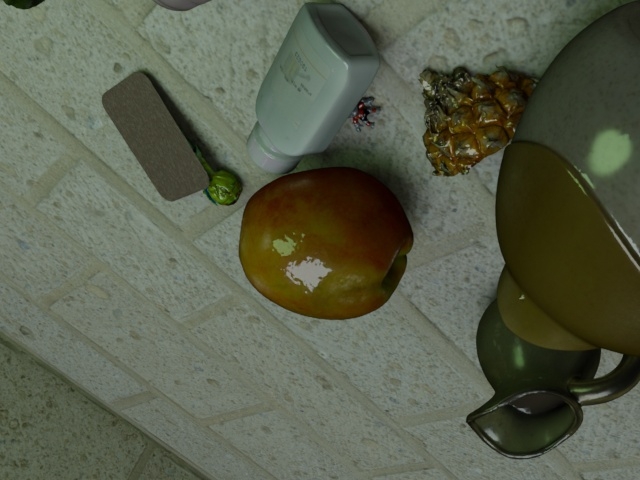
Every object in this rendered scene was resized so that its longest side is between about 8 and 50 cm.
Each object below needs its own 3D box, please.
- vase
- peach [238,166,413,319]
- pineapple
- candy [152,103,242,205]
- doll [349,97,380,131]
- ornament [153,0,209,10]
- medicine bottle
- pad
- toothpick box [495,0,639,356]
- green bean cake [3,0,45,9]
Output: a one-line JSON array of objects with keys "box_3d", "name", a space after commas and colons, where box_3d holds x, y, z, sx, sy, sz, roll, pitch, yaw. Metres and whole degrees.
[{"box_3d": [0.456, 0.240, 1.156, 0.330, 0.302, 0.240, -20, 121, 37], "name": "vase"}, {"box_3d": [0.000, 0.000, 1.122, 0.333, 0.307, 0.307, 10, 136, 20], "name": "peach"}, {"box_3d": [0.222, -0.198, 0.952, 0.250, 0.139, 0.164, -21, 120, 42], "name": "pineapple"}, {"box_3d": [-0.261, -0.178, 1.249, 0.077, 0.073, 0.262, -21, 115, 37], "name": "candy"}, {"box_3d": [0.048, -0.235, 1.061, 0.114, 0.039, 0.057, 23, 140, 2], "name": "doll"}, {"box_3d": [-0.196, -0.433, 0.880, 0.178, 0.177, 0.177, 13, 136, 13], "name": "ornament"}, {"box_3d": [-0.026, -0.242, 1.016, 0.161, 0.111, 0.296, 59, 139, 19], "name": "medicine bottle"}, {"box_3d": [-0.345, -0.207, 1.246, 0.176, 0.002, 0.266, -14, 113, 41], "name": "pad"}, {"box_3d": [0.438, -0.060, 0.794, 0.409, 0.408, 0.425, 16, 132, 9], "name": "toothpick box"}, {"box_3d": [-0.383, -0.511, 0.766, 0.218, 0.335, 0.319, 31, 134, -8], "name": "green bean cake"}]
